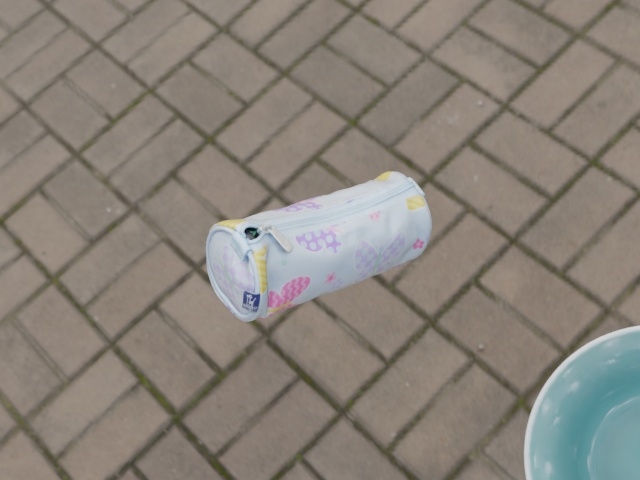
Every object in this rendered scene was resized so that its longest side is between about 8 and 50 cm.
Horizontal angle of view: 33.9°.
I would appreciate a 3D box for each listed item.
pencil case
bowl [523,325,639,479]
[{"bbox_3d":[0.000,0.000,1.223,0.273,0.124,0.113,-17,43,-34],"label":"pencil case"},{"bbox_3d":[0.407,0.264,1.247,0.312,0.163,0.311,-4,76,17],"label":"bowl"}]
